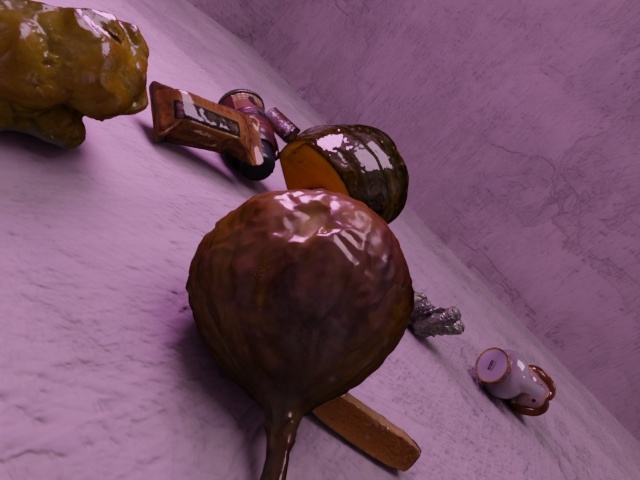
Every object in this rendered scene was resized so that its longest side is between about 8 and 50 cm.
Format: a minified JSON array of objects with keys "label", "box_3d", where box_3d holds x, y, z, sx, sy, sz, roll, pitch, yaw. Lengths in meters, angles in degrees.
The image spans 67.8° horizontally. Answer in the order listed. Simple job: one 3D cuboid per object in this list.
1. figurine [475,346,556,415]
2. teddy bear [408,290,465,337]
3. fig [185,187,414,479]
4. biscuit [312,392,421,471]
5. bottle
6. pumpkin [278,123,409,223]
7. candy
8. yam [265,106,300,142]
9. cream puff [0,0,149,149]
[{"label":"figurine","box_3d":[0.550,0.397,1.338,0.264,0.142,0.190,35,-4,-29]},{"label":"teddy bear","box_3d":[0.266,0.198,1.252,0.213,0.111,0.133,27,-21,42]},{"label":"fig","box_3d":[-0.043,0.122,0.559,0.286,0.286,0.368,37,48,-23]},{"label":"biscuit","box_3d":[0.062,0.259,0.676,0.188,0.052,0.056,40,4,-17]},{"label":"bottle","box_3d":[-0.181,-0.257,1.214,0.156,0.143,0.271,4,46,-29]},{"label":"pumpkin","box_3d":[0.064,-0.160,1.206,0.303,0.256,0.226,32,41,29]},{"label":"candy","box_3d":[-0.234,-0.241,1.029,0.272,0.101,0.143,8,67,-42]},{"label":"yam","box_3d":[-0.153,-0.457,1.877,0.141,0.079,0.079,45,16,8]},{"label":"cream puff","box_3d":[-0.372,-0.220,0.654,0.282,0.185,0.282,2,15,0]}]
